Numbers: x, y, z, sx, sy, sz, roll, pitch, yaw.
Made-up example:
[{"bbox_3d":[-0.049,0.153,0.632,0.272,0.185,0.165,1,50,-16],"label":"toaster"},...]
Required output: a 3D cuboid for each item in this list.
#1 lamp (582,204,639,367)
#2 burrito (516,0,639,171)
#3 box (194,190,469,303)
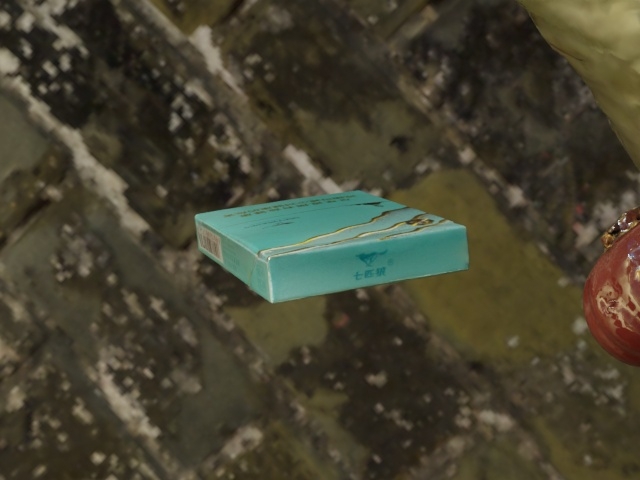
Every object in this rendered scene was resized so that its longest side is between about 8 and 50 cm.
[{"bbox_3d":[0.186,0.023,0.621,0.090,0.101,0.101,54,12,17],"label":"lamp"},{"bbox_3d":[0.088,-0.116,0.358,0.299,0.105,0.143,48,20,-14],"label":"burrito"},{"bbox_3d":[0.000,0.000,0.976,0.229,0.162,0.041,-155,-123,-68],"label":"box"}]
